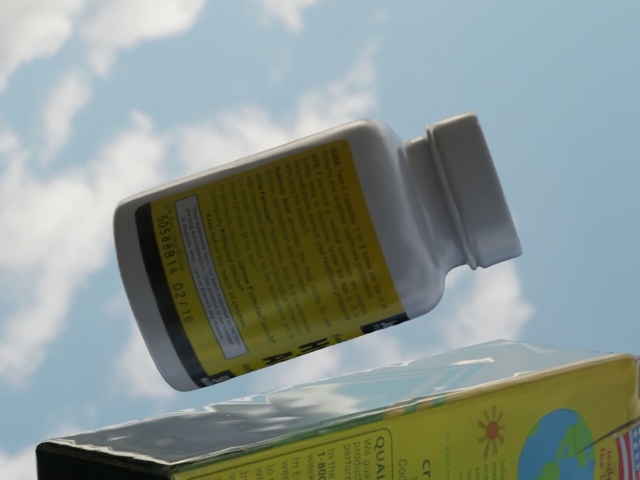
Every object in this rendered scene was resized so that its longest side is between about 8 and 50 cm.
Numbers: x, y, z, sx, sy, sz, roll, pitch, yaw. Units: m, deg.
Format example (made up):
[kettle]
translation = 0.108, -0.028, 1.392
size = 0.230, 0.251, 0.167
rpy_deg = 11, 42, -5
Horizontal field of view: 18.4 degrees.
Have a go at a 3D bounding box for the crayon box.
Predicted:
[crayon box]
translation = 0.036, 0.155, 0.797
size = 0.081, 0.318, 0.202
rpy_deg = 4, -82, 44

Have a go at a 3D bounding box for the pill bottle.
[pill bottle]
translation = 0.000, 0.000, 0.610
size = 0.116, 0.065, 0.065
rpy_deg = -19, -138, 6
